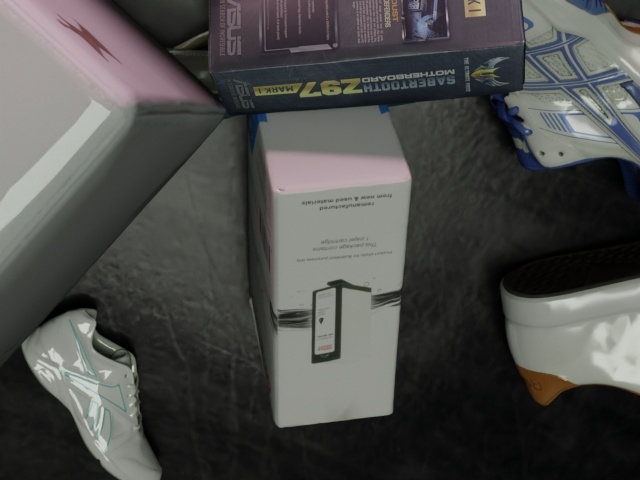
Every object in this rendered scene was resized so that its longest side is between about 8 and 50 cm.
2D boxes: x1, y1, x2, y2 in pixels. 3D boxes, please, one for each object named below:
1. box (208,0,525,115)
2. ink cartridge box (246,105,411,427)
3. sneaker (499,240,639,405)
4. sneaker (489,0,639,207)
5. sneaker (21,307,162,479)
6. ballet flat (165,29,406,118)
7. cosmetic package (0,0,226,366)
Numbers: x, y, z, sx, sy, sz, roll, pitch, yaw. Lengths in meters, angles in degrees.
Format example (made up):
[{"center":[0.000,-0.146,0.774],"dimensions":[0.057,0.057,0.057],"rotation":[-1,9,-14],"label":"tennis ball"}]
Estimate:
[{"center":[0.026,-0.196,0.793],"dimensions":[0.183,0.059,0.233],"rotation":[-5,67,7],"label":"box"},{"center":[0.000,0.000,0.847],"dimensions":[0.086,0.148,0.203],"rotation":[-6,131,-8],"label":"ink cartridge box"},{"center":[0.285,0.059,0.964],"dimensions":[0.290,0.106,0.123],"rotation":[-9,111,7],"label":"sneaker"},{"center":[0.153,-0.114,0.888],"dimensions":[0.296,0.112,0.131],"rotation":[26,106,-10],"label":"sneaker"},{"center":[-0.154,0.117,0.944],"dimensions":[0.061,0.054,0.152],"rotation":[-32,106,0],"label":"sneaker"},{"center":[-0.021,-0.123,0.888],"dimensions":[0.213,0.072,0.068],"rotation":[-8,77,-8],"label":"ballet flat"},{"center":[-0.312,-0.037,0.705],"dimensions":[0.329,0.327,0.394],"rotation":[43,97,-1],"label":"cosmetic package"}]
